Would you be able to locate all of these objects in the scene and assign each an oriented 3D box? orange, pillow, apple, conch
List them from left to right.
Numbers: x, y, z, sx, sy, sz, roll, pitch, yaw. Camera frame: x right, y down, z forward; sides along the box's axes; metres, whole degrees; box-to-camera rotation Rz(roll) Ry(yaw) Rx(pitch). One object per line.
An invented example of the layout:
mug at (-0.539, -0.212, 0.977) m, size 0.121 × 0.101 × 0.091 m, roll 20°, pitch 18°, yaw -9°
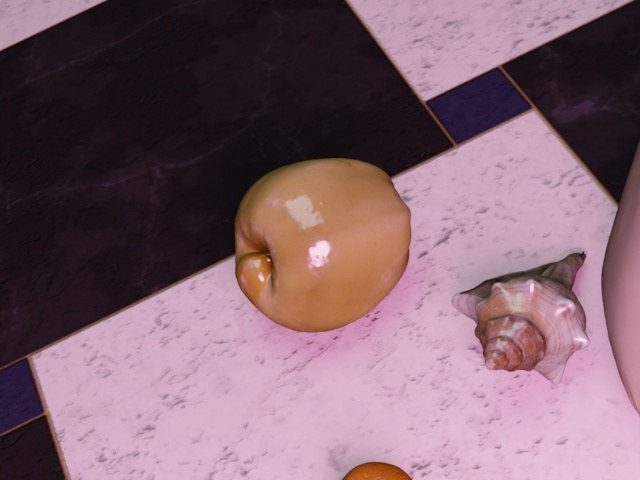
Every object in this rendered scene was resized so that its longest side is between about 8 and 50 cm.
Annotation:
apple at (0.000, 0.000, 1.781) m, size 0.200 × 0.200 × 0.200 m, roll -13°, pitch 41°, yaw 12°
orange at (0.053, 0.245, 1.568) m, size 0.085 × 0.085 × 0.085 m, roll -13°, pitch 41°, yaw 12°
conch at (0.199, 0.085, 1.663) m, size 0.137 × 0.114 × 0.234 m, roll -2°, pitch 8°, yaw 9°
pillow at (0.338, -0.020, 1.531) m, size 0.120 × 0.322 × 0.255 m, roll 8°, pitch 33°, yaw -3°
